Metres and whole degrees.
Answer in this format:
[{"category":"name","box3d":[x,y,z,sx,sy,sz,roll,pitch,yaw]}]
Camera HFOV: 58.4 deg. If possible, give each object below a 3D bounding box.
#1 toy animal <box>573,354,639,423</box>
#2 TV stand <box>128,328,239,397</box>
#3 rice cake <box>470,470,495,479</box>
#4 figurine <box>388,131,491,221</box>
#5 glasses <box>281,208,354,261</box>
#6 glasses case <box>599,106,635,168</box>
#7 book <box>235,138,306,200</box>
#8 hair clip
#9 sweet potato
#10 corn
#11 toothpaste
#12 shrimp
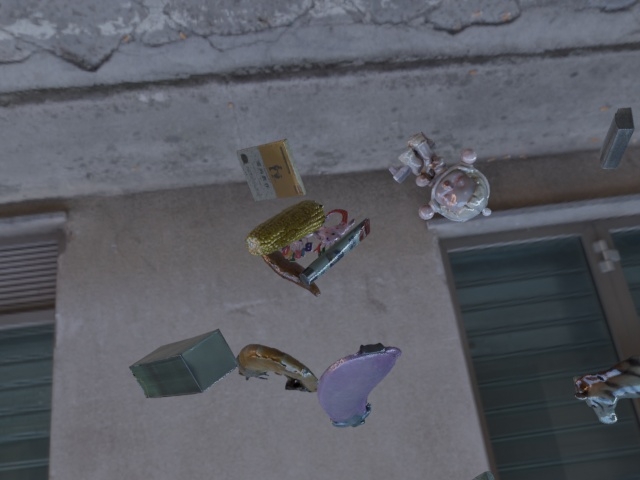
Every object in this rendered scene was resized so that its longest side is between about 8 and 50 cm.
[{"category":"toy animal","box3d":[0.472,0.167,0.731,0.255,0.170,0.090,-51,169,12]},{"category":"TV stand","box3d":[-0.265,0.239,1.085,0.088,0.083,0.269,-34,-173,-39]},{"category":"rice cake","box3d":[0.362,0.614,1.230,0.042,0.222,0.080,35,119,-28]},{"category":"figurine","box3d":[0.298,-0.134,1.382,0.182,0.256,0.144,-45,171,-8]},{"category":"glasses","box3d":[-0.005,0.001,1.638,0.255,0.162,0.095,-5,139,38]},{"category":"glasses case","box3d":[0.823,-0.281,1.598,0.047,0.071,0.205,-1,157,15]},{"category":"book","box3d":[-0.105,-0.143,1.190,0.012,0.118,0.172,-33,-160,-37]},{"category":"hair clip","box3d":[0.056,0.263,1.034,0.110,0.096,0.359,22,152,8]},{"category":"sweet potato","box3d":[-0.127,0.079,1.839,0.072,0.314,0.066,-39,156,-46]},{"category":"corn","box3d":[-0.087,-0.034,1.477,0.260,0.091,0.091,-30,174,-46]},{"category":"toothpaste","box3d":[0.043,0.026,1.421,0.239,0.039,0.062,-40,144,-28]},{"category":"shrimp","box3d":[-0.144,0.405,1.775,0.272,0.085,0.445,30,154,-14]}]
